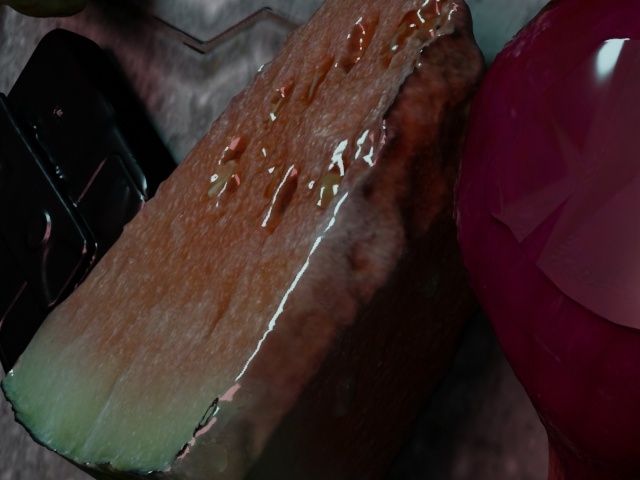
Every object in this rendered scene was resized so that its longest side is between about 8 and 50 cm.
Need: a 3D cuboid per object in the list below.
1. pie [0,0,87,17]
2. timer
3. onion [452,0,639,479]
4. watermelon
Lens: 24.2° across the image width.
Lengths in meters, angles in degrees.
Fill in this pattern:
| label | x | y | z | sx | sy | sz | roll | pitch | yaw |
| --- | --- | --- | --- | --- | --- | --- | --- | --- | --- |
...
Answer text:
| label | x | y | z | sx | sy | sz | roll | pitch | yaw |
| --- | --- | --- | --- | --- | --- | --- | --- | --- | --- |
| pie | -0.202 | -0.231 | 0.848 | 0.090 | 0.201 | 0.248 | -40 | 82 | 11 |
| timer | -0.149 | -0.019 | 0.817 | 0.144 | 0.055 | 0.187 | -56 | 42 | 19 |
| onion | 0.109 | 0.020 | 0.459 | 0.195 | 0.140 | 0.218 | 43 | 112 | 41 |
| watermelon | 0.000 | 0.000 | 0.603 | 0.193 | 0.140 | 0.257 | 24 | 85 | 55 |
